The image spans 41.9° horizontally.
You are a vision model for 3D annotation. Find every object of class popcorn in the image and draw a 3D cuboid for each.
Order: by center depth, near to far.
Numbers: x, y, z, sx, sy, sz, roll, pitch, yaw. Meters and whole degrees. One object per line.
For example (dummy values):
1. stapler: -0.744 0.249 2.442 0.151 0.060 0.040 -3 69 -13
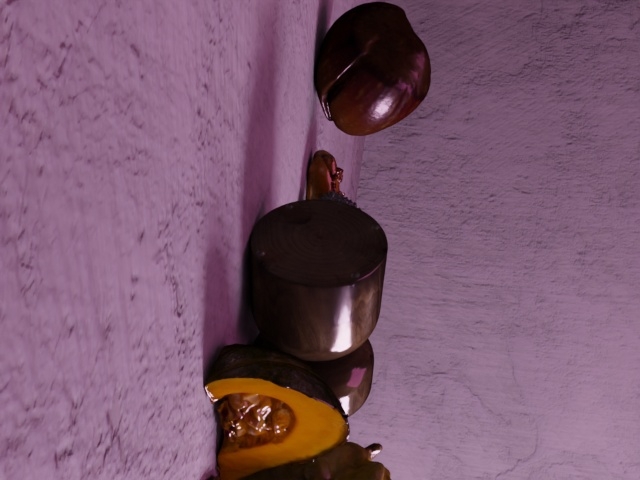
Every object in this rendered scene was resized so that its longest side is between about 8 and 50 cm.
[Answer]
1. popcorn: -0.005 0.376 1.173 0.266 0.233 0.192 -51 129 -39

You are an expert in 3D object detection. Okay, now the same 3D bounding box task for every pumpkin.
1. pumpkin: -0.041 0.206 1.014 0.279 0.162 0.111 93 8 -48

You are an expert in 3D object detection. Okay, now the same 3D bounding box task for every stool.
1. stool: -0.007 0.099 1.140 0.179 0.179 0.264 -75 171 -51

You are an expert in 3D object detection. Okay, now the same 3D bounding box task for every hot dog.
1. hot dog: 0.010 -0.059 1.640 0.102 0.076 0.249 -80 174 -57

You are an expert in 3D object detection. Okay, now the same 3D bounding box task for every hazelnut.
1. hazelnut: 0.094 -0.302 1.507 0.218 0.217 0.234 87 12 -63

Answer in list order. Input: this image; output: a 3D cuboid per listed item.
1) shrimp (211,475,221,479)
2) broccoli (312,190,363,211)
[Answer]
1. shrimp: -0.117 0.362 1.019 0.188 0.051 0.133 88 11 -48
2. broccoli: 0.002 0.001 1.553 0.204 0.118 0.122 -63 176 31
